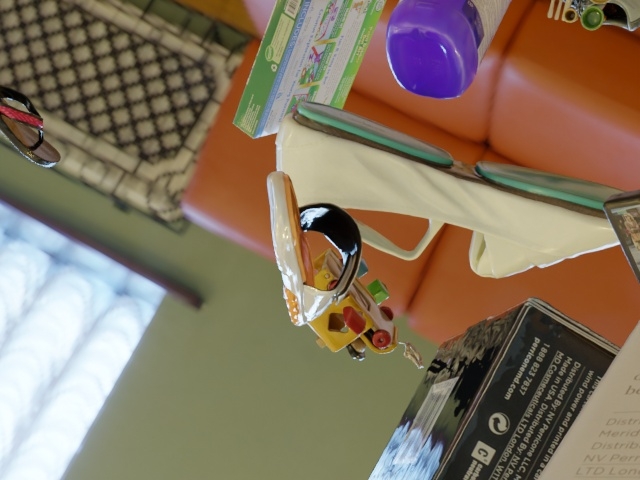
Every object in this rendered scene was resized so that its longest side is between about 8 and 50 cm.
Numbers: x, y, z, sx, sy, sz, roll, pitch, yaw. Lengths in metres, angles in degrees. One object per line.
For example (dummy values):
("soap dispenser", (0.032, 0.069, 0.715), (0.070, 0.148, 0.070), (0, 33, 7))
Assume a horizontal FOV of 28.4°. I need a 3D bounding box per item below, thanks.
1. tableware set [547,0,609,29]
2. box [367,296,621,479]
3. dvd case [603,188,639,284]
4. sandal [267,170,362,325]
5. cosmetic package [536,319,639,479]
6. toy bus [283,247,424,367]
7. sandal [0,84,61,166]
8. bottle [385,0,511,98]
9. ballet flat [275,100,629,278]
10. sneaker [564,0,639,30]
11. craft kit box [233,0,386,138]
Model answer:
("tableware set", (0.410, -0.409, 1.962), (0.104, 0.154, 0.024), (18, -167, 27))
("box", (0.331, 0.335, 1.546), (0.471, 0.297, 0.480), (29, 168, 0))
("dvd case", (0.369, 0.058, 1.089), (0.180, 0.022, 0.253), (-11, 114, 49))
("sandal", (0.001, 0.010, 1.154), (0.076, 0.102, 0.265), (-6, 163, 2))
("cosmetic package", (0.286, 0.100, 0.655), (0.161, 0.453, 0.230), (-7, 115, 40))
("toy bus", (0.035, 0.115, 1.871), (0.191, 0.104, 0.202), (29, -150, -53))
("sandal", (-0.346, -0.147, 1.405), (0.179, 0.040, 0.067), (48, -173, -34))
("bottle", (0.157, -0.280, 1.325), (0.092, 0.283, 0.118), (13, 146, 22))
("ballet flat", (0.142, -0.033, 1.315), (0.400, 0.139, 0.139), (16, 166, 0))
("sneaker", (0.500, -0.467, 2.368), (0.271, 0.108, 0.100), (24, 156, 32))
("craft kit box", (-0.012, -0.300, 2.045), (0.061, 0.250, 0.246), (37, -149, 25))
